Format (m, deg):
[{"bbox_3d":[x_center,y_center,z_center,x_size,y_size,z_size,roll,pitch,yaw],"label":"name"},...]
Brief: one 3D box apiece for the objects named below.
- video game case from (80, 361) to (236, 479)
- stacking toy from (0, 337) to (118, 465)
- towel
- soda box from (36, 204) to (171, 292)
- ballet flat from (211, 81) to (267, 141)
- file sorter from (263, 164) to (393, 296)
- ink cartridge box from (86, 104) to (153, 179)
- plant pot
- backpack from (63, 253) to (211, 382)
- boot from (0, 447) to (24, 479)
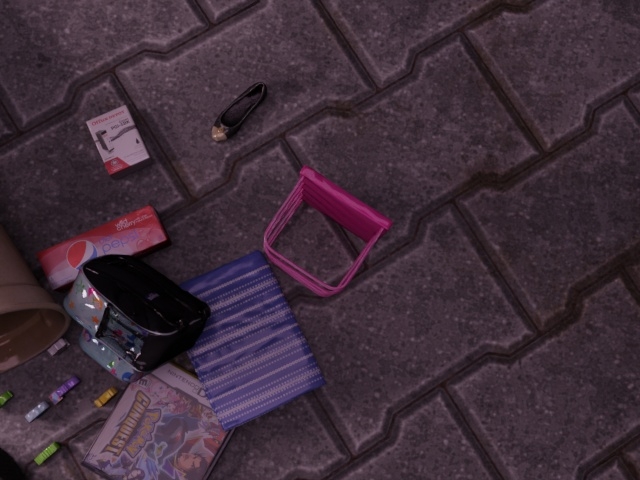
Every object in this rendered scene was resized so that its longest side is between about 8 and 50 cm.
[{"bbox_3d":[-0.327,0.411,1.632,0.248,0.035,0.274,30,80,1],"label":"video game case"},{"bbox_3d":[-0.562,0.335,1.620,0.221,0.052,0.167,-43,86,-8],"label":"stacking toy"},{"bbox_3d":[-0.168,0.209,1.653,0.243,0.040,0.336,-25,76,-9],"label":"towel"},{"bbox_3d":[-0.461,0.019,1.660,0.263,0.083,0.092,-25,83,-6],"label":"soda box"},{"bbox_3d":[-0.187,-0.295,1.742,0.057,0.049,0.173,39,81,4],"label":"ballet flat"},{"bbox_3d":[0.000,0.000,1.590,0.202,0.290,0.182,34,83,2],"label":"file sorter"},{"bbox_3d":[-0.445,-0.217,1.710,0.099,0.056,0.135,-25,84,-6],"label":"ink cartridge box"},{"bbox_3d":[-0.718,0.089,1.535,0.334,0.334,0.305,-28,73,-7],"label":"plant pot"},{"bbox_3d":[-0.378,0.144,1.542,0.253,0.225,0.191,38,110,10],"label":"backpack"},{"bbox_3d":[-0.685,0.562,1.551,0.338,0.118,0.222,42,86,8],"label":"boot"}]
